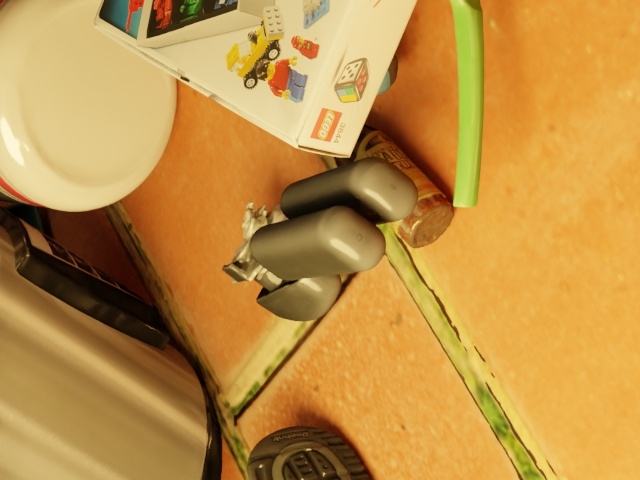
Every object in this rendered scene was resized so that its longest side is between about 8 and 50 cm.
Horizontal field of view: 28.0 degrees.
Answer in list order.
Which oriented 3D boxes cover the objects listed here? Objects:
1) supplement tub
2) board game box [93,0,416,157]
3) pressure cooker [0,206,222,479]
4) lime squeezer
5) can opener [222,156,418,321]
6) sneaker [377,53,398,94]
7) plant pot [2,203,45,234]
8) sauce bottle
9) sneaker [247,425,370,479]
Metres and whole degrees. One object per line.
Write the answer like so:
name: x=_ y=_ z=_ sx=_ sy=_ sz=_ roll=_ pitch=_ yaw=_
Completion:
supplement tub: x=-0.272 y=-0.129 z=1.091 sx=0.272 sy=0.191 sz=0.191 roll=8 pitch=111 yaw=43
board game box: x=-0.005 y=-0.224 z=0.715 sx=0.193 sy=0.053 sz=0.305 roll=33 pitch=106 yaw=37
pressure cooker: x=-0.331 y=0.155 z=1.040 sx=0.370 sy=0.420 sz=0.375 roll=-35 pitch=37 yaw=21
lime squeezer: x=0.049 y=-0.177 z=0.741 sx=0.110 sy=0.059 sz=0.310 roll=-30 pitch=78 yaw=14
can opener: x=0.000 y=0.000 z=0.871 sx=0.093 sy=0.074 sz=0.280 roll=34 pitch=165 yaw=-9
sneaker: x=-0.062 y=-0.221 z=0.850 sx=0.341 sy=0.125 sz=0.140 roll=49 pitch=136 yaw=29
plant pot: x=-0.405 y=0.060 z=1.427 sx=0.234 sy=0.165 sz=0.166 roll=-4 pitch=100 yaw=63
sauce bottle: x=0.036 y=-0.049 z=0.854 sx=0.128 sy=0.042 sz=0.042 roll=48 pitch=139 yaw=29
sneaker: x=0.029 y=0.283 z=0.972 sx=0.286 sy=0.109 sz=0.130 roll=62 pitch=155 yaw=27
